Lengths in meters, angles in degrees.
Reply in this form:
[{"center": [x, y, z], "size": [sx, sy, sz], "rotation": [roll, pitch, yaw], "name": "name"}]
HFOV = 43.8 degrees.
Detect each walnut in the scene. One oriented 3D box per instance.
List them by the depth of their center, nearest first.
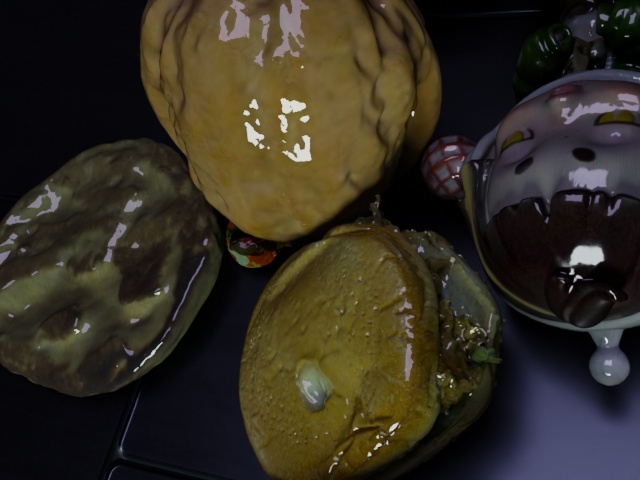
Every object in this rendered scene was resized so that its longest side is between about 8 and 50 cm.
[{"center": [-0.024, -0.118, 0.647], "size": [0.257, 0.257, 0.224], "rotation": [-12, 43, 16], "name": "walnut"}]

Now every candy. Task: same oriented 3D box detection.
[{"center": [0.000, 0.000, 0.729], "size": [0.185, 0.049, 0.055], "rotation": [2, 94, 14], "name": "candy"}]

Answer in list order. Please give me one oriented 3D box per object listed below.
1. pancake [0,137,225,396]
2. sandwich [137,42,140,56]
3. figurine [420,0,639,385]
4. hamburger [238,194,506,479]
[{"center": [-0.220, 0.020, 0.797], "size": [0.294, 0.049, 0.294], "rotation": [-12, 58, 20], "name": "pancake"}, {"center": [-0.085, -0.184, 0.846], "size": [0.186, 0.065, 0.214], "rotation": [-37, 56, 0], "name": "sandwich"}, {"center": [0.217, -0.080, 0.613], "size": [0.281, 0.167, 0.370], "rotation": [-11, 48, 37], "name": "figurine"}, {"center": [0.030, 0.092, 0.601], "size": [0.215, 0.122, 0.189], "rotation": [-49, 47, 22], "name": "hamburger"}]
